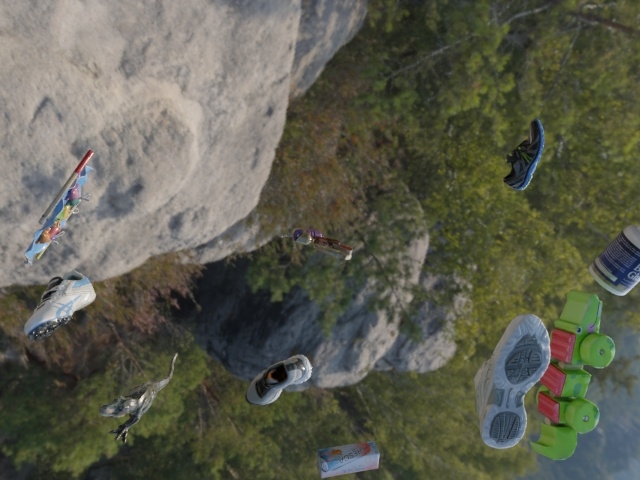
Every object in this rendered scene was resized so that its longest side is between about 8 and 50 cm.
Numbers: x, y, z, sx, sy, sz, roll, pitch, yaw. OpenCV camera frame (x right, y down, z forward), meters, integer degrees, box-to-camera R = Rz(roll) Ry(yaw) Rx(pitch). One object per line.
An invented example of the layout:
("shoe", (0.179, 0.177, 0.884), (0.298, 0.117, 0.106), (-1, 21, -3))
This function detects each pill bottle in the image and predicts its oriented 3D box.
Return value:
("pill bottle", (0.659, 0.027, 1.195), (0.094, 0.094, 0.169), (-9, 138, -45))

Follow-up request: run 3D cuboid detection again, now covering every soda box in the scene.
("soda box", (0.083, 0.656, 1.704), (0.183, 0.058, 0.063), (-4, 114, -15))

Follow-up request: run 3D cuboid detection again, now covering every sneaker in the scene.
("sneaker", (0.301, 0.218, 0.946), (0.090, 0.115, 0.232), (12, 105, -10))
("sneaker", (-0.507, 0.121, 1.087), (0.085, 0.086, 0.237), (-34, -168, 5))
("sneaker", (-0.152, 0.432, 1.759), (0.271, 0.100, 0.108), (-39, 152, 31))
("sneaker", (0.525, -0.222, 1.469), (0.067, 0.078, 0.188), (-61, 166, -62))

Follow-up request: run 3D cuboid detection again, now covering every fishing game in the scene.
("fishing game", (-0.417, -0.037, 0.921), (0.264, 0.041, 0.189), (-30, -149, 56))

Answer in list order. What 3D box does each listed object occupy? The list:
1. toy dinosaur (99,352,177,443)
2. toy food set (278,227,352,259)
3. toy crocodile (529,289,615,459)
("toy dinosaur", (-0.348, 0.307, 1.085), (0.118, 0.064, 0.268), (-52, 179, 10))
("toy food set", (0.000, 0.000, 0.881), (0.078, 0.122, 0.019), (-11, 117, -68))
("toy crocodile", (0.493, 0.268, 1.137), (0.105, 0.115, 0.341), (7, 97, -19))
